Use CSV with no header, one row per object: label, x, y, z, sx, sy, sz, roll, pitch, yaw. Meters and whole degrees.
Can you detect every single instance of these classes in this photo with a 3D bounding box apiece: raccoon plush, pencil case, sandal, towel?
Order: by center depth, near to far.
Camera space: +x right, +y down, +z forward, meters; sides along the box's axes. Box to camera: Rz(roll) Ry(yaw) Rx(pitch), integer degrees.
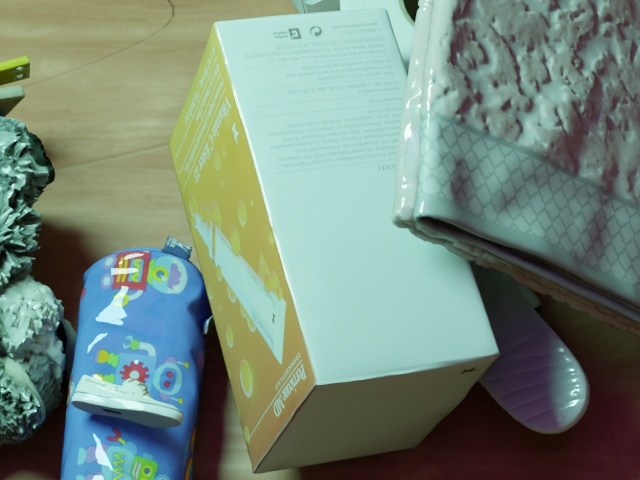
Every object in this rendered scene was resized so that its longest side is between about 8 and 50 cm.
towel,0.217,-0.102,1.510,0.332,0.053,0.317,23,64,-29
pencil case,-0.164,0.154,1.577,0.133,0.119,0.306,5,60,-3
raccoon plush,-0.424,0.044,1.584,0.446,0.216,0.299,7,62,-16
sandal,0.165,0.090,1.586,0.102,0.076,0.265,-42,48,9

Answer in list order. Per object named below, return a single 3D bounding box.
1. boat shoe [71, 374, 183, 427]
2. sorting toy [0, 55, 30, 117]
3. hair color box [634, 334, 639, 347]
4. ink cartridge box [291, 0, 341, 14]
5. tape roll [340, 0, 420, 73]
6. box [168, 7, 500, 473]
boat shoe,-0.164,0.136,1.498,0.100,0.035,0.035,9,63,15
sorting toy,-0.368,-0.104,1.724,0.132,0.274,0.046,-13,78,-37
hair color box,0.326,0.051,1.599,0.093,0.053,0.167,-18,60,0
ink cartridge box,-0.002,-0.303,1.832,0.092,0.090,0.143,-26,61,-6
tape roll,0.148,-0.196,1.703,0.246,0.169,0.246,-4,59,7
box,0.000,0.000,1.534,0.168,0.215,0.345,-7,65,-21
